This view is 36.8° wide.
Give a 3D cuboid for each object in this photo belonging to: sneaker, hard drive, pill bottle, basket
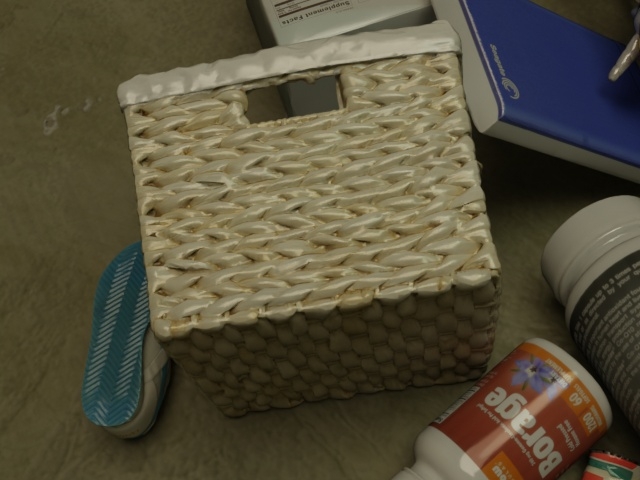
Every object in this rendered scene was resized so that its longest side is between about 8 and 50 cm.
[{"bbox_3d":[0.330,0.266,0.939,0.161,0.057,0.075,22,84,16],"label":"sneaker"},{"bbox_3d":[0.270,-0.175,1.071,0.318,0.040,0.210,11,52,-37],"label":"hard drive"},{"bbox_3d":[0.343,0.094,0.940,0.161,0.161,0.283,-21,48,-5],"label":"pill bottle"},{"bbox_3d":[-0.203,0.105,1.064,0.087,0.092,0.229,6,64,11],"label":"sneaker"},{"bbox_3d":[0.172,0.206,0.946,0.216,0.121,0.121,-39,64,-14],"label":"pill bottle"},{"bbox_3d":[0.000,0.000,0.972,0.328,0.331,0.266,-10,66,2],"label":"basket"}]

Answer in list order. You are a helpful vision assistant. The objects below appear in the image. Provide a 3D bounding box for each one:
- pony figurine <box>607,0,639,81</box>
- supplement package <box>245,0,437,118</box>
[{"bbox_3d":[0.452,-0.347,1.072,0.351,0.303,0.363,-31,31,25],"label":"pony figurine"},{"bbox_3d":[0.019,-0.295,1.194,0.198,0.199,0.263,-18,61,-4],"label":"supplement package"}]
